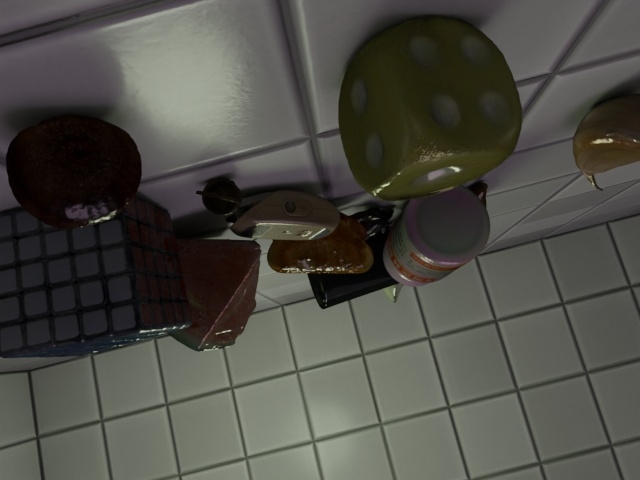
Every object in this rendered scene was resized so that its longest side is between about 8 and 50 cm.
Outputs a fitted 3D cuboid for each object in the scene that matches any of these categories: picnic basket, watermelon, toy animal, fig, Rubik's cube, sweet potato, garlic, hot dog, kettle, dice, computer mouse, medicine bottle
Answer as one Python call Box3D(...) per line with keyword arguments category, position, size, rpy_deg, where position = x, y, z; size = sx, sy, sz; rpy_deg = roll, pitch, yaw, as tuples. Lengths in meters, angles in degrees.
Box3D(category="picnic basket", position=(-0.174, -0.076, 0.922), size=(0.071, 0.072, 0.083), rpy_deg=(-16, 178, 10))
Box3D(category="watermelon", position=(-0.267, 0.085, 1.143), size=(0.250, 0.283, 0.293), rpy_deg=(-14, 158, -24))
Box3D(category="toy animal", position=(0.125, -0.051, 1.425), size=(0.148, 0.085, 0.232), rpy_deg=(-30, 168, 10))
Box3D(category="fig", position=(-0.312, -0.072, 0.671), size=(0.146, 0.134, 0.201), rpy_deg=(4, 169, -31))
Box3D(category="Rubik's cube", position=(-0.386, 0.065, 0.926), size=(0.236, 0.238, 0.237), rpy_deg=(-13, 169, 5))
Box3D(category="sweet potato", position=(0.424, -0.086, 1.560), size=(0.097, 0.098, 0.292), rpy_deg=(-10, 163, -18))
Box3D(category="garlic", position=(0.589, -0.196, 1.058), size=(0.145, 0.164, 0.245), rpy_deg=(-29, 177, -12))
Box3D(category="hot dog", position=(0.000, 0.000, 1.287), size=(0.256, 0.153, 0.150), rpy_deg=(0, 172, -4))
Box3D(category="kettle", position=(0.117, 0.094, 1.778), size=(0.307, 0.203, 0.262), rpy_deg=(-15, 167, -14))
Box3D(category="dice", position=(0.128, -0.156, 0.668), size=(0.166, 0.170, 0.169), rpy_deg=(-8, 167, -24))
Box3D(category="computer mouse", position=(-0.075, -0.053, 1.114), size=(0.236, 0.082, 0.145), rpy_deg=(3, 163, -25))
Box3D(category="medicine bottle", position=(0.299, 0.001, 1.481), size=(0.219, 0.219, 0.388), rpy_deg=(-13, 168, -7))

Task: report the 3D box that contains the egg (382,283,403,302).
Box3D(category="egg", position=(0.295, 0.077, 2.007), size=(0.271, 0.161, 0.206), rpy_deg=(-43, 145, -24))
